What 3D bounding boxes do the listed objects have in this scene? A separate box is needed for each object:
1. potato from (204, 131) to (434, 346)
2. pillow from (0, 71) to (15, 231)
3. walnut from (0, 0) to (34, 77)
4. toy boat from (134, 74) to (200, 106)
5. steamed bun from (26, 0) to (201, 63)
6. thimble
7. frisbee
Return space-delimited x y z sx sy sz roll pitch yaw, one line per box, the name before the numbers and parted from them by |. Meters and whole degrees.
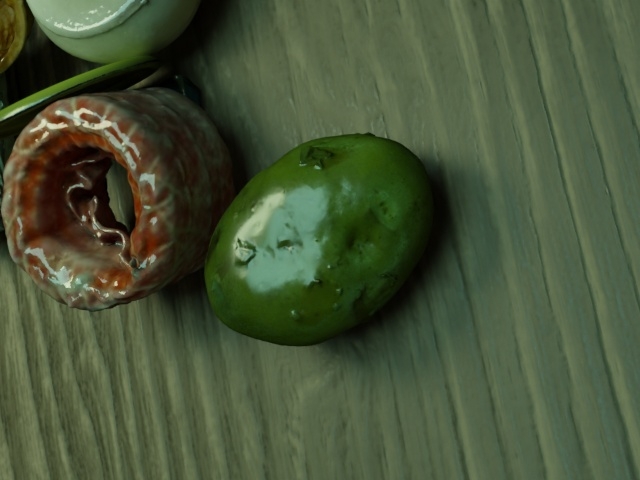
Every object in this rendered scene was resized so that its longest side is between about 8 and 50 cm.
potato | 0.000 0.000 1.018 0.253 0.148 0.186 -30 82 17
pillow | -0.529 -0.105 1.394 0.310 0.138 0.283 -21 62 27
walnut | -0.437 -0.285 1.282 0.211 0.087 0.167 -8 114 21
toy boat | -0.229 -0.147 1.235 0.186 0.077 0.075 -13 75 31
steamed bun | -0.232 -0.317 1.226 0.232 0.145 0.231 -5 77 23
thimble | -0.223 -0.047 1.129 0.239 0.162 0.239 5 103 23
frisbee | -0.293 -0.162 1.181 0.236 0.236 0.017 -20 98 29
